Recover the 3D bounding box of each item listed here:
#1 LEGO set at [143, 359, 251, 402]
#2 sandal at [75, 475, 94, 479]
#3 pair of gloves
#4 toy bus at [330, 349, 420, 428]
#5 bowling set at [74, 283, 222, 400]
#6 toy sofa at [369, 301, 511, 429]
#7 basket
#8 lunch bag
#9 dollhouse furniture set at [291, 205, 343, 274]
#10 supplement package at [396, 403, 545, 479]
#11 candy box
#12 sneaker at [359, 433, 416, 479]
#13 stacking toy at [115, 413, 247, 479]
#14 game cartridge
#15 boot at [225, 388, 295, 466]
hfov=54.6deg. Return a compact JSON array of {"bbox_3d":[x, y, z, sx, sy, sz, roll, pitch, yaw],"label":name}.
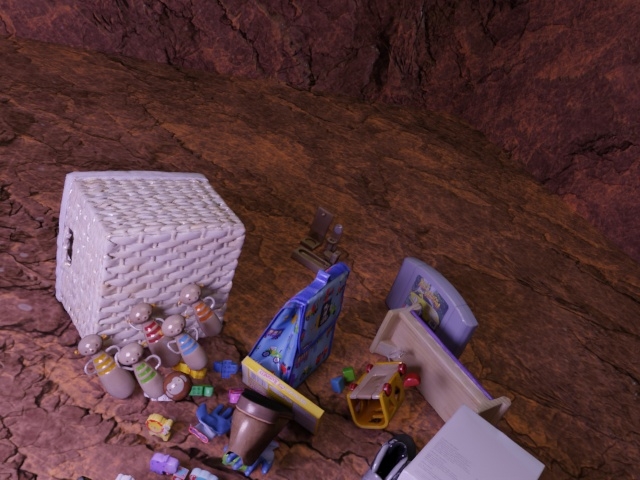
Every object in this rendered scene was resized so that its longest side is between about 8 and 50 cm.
[{"bbox_3d":[-0.241,0.293,1.288,0.227,0.087,0.093,6,-3,-23],"label":"LEGO set"},{"bbox_3d":[-0.271,0.462,0.859,0.086,0.120,0.303,-40,58,-22],"label":"sandal"},{"bbox_3d":[-0.173,0.391,1.231,0.198,0.023,0.159,29,10,14],"label":"pair of gloves"},{"bbox_3d":[0.145,0.357,1.451,0.202,0.104,0.191,-17,11,-13],"label":"toy bus"},{"bbox_3d":[-0.305,0.205,1.202,0.287,0.154,0.200,-36,25,-20],"label":"bowling set"},{"bbox_3d":[0.307,0.328,1.560,0.177,0.150,0.362,-5,40,-37],"label":"toy sofa"},{"bbox_3d":[-0.377,0.044,1.372,0.331,0.328,0.266,-5,34,-38],"label":"basket"},{"bbox_3d":[-0.039,0.181,1.428,0.138,0.293,0.221,32,32,17],"label":"lunch bag"},{"bbox_3d":[0.000,0.000,1.909,0.144,0.123,0.151,32,32,16],"label":"dollhouse furniture set"},{"bbox_3d":[0.266,0.502,1.206,0.199,0.198,0.263,36,33,23],"label":"supplement package"},{"bbox_3d":[-0.084,0.335,1.339,0.206,0.105,0.027,32,60,16],"label":"candy box"},{"bbox_3d":[0.161,0.450,1.286,0.086,0.132,0.229,32,32,17],"label":"sneaker"},{"bbox_3d":[-0.249,0.427,1.140,0.221,0.052,0.167,23,30,0],"label":"stacking toy"},{"bbox_3d":[0.305,0.189,1.734,0.060,0.196,0.294,-2,38,-37],"label":"game cartridge"},{"bbox_3d":[-0.125,0.361,1.206,0.112,0.115,0.305,21,-9,10],"label":"boot"}]
